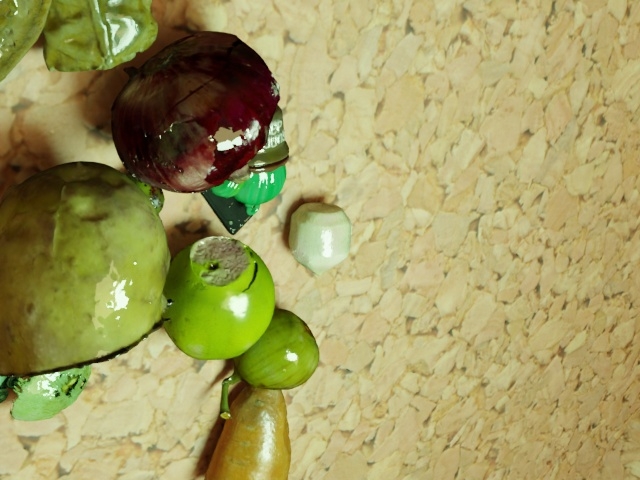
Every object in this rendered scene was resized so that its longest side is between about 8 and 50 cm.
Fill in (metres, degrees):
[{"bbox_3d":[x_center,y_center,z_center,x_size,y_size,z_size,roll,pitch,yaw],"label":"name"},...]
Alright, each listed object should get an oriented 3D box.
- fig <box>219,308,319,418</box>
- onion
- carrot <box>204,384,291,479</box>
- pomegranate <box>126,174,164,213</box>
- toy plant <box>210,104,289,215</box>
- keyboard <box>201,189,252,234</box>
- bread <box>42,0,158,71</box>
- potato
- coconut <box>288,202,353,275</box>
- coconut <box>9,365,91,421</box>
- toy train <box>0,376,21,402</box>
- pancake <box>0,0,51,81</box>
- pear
[{"bbox_3d":[-0.091,0.207,1.794,0.186,0.148,0.142,-32,160,25],"label":"fig"},{"bbox_3d":[-0.160,-0.164,1.412,0.252,0.252,0.219,-48,127,-10],"label":"onion"},{"bbox_3d":[-0.120,0.357,1.859,0.159,0.159,0.225,4,98,-44],"label":"carrot"},{"bbox_3d":[-0.257,-0.061,1.508,0.084,0.073,0.073,17,102,-47],"label":"pomegranate"},{"bbox_3d":[-0.109,-0.117,1.588,0.143,0.105,0.200,-24,135,-43],"label":"toy plant"},{"bbox_3d":[-0.156,-0.071,1.641,0.053,0.010,0.155,-46,137,-14],"label":"keyboard"},{"bbox_3d":[-0.290,-0.342,1.265,0.152,0.130,0.268,-21,128,-22],"label":"bread"},{"bbox_3d":[-0.343,0.023,1.368,0.288,0.301,0.237,-16,102,1],"label":"potato"},{"bbox_3d":[0.000,0.000,1.764,0.110,0.110,0.124,-12,115,-39],"label":"coconut"},{"bbox_3d":[-0.392,0.200,1.518,0.158,0.055,0.133,-52,149,-31],"label":"coconut"},{"bbox_3d":[-0.493,0.229,1.487,0.148,0.038,0.071,-54,138,-6],"label":"toy train"},{"bbox_3d":[-0.471,-0.219,1.106,0.382,0.071,0.382,-34,162,-13],"label":"pancake"},{"bbox_3d":[-0.164,0.103,1.626,0.187,0.187,0.220,-21,146,-33],"label":"pear"}]
